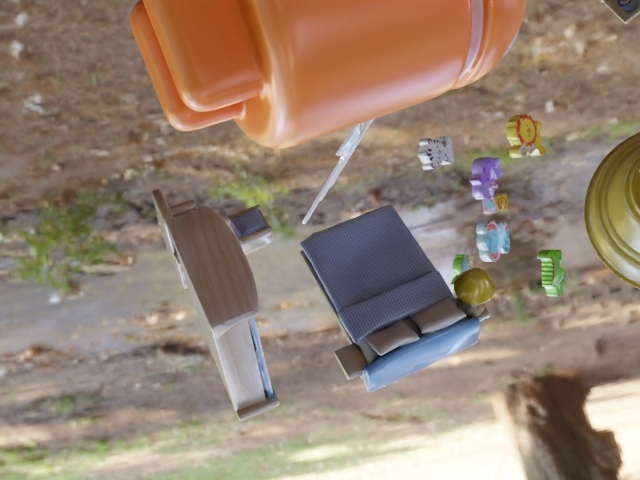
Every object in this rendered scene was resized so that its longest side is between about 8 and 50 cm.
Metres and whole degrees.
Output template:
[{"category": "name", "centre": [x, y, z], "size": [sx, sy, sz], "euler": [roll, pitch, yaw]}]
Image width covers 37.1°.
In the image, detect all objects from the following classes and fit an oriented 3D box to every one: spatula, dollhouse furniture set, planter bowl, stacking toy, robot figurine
[{"category": "spatula", "centre": [0.039, -0.137, 1.477], "size": [0.019, 0.168, 0.242], "euler": [33, 130, -1]}, {"category": "dollhouse furniture set", "centre": [0.000, 0.000, 1.030], "size": [0.303, 0.286, 0.198], "euler": [-21, 146, -11]}, {"category": "planter bowl", "centre": [0.411, -0.050, 1.101], "size": [0.217, 0.217, 0.090], "euler": [-18, 158, 16]}, {"category": "stacking toy", "centre": [0.209, -0.037, 1.186], "size": [0.052, 0.221, 0.167], "euler": [-14, -173, -37]}, {"category": "robot figurine", "centre": [0.016, -0.125, 0.501], "size": [0.219, 0.128, 0.158], "euler": [-21, 142, -20]}]

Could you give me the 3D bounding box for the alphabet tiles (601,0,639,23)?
[{"category": "alphabet tiles", "centre": [0.553, -0.523, 1.592], "size": [0.285, 0.342, 0.011], "euler": [-38, 152, 9]}]
